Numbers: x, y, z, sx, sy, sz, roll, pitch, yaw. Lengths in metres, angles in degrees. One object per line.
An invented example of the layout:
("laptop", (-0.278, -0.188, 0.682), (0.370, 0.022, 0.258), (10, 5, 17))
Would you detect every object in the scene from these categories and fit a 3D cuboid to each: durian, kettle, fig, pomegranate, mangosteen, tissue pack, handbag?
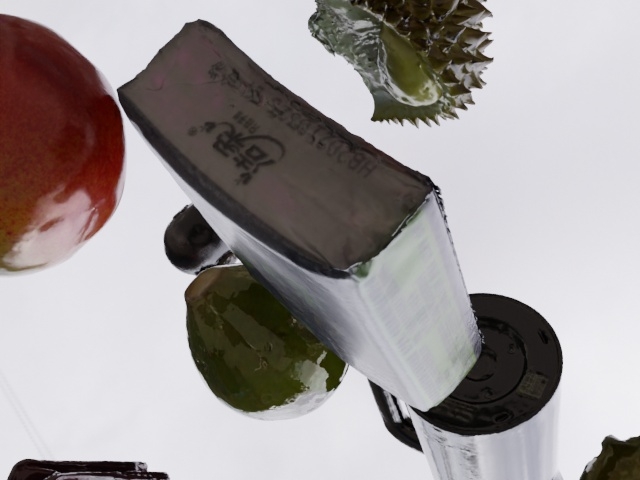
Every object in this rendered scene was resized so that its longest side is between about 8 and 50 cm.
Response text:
("durian", (0.072, -0.218, 0.886), (0.166, 0.306, 0.172), (-1, -104, 28))
("kettle", (0.190, 0.242, 1.268), (0.262, 0.308, 0.203), (-6, -131, 10))
("fig", (-0.067, 0.127, 1.206), (0.207, 0.230, 0.207), (-6, -109, 19))
("pomegranate", (-0.286, -0.065, 0.801), (0.221, 0.221, 0.256), (13, -125, 47))
("mangosteen", (-0.183, 0.007, 1.572), (0.137, 0.151, 0.137), (-39, -174, 4))
("tissue pack", (0.000, 0.000, 0.906), (0.288, 0.394, 0.124), (37, -100, 27))
("handbag", (-0.290, 0.351, 1.099), (0.074, 0.216, 0.203), (23, -87, 36))

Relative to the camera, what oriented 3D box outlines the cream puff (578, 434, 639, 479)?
("cream puff", (0.262, 0.215, 0.651), (0.185, 0.282, 0.282), (38, -85, 6))
